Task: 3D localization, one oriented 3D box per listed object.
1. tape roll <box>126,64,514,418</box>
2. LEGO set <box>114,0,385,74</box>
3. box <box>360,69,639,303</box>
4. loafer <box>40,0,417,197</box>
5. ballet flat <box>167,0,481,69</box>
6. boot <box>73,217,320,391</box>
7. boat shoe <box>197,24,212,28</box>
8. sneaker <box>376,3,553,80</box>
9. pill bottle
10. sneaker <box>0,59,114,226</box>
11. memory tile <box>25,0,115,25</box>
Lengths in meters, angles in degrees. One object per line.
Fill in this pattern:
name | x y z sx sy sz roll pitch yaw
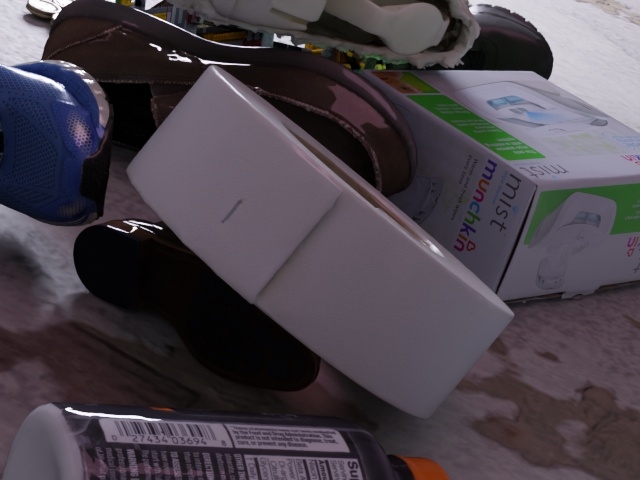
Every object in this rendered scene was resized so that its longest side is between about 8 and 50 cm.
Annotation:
tape roll | 0.000 0.000 1.227 0.286 0.100 0.286 40 5 -4
LEGO set | -0.049 -0.254 1.681 0.331 0.255 0.192 18 -6 -32
box | 0.180 -0.054 1.595 0.262 0.127 0.231 -4 31 -44
loafer | -0.094 -0.095 1.506 0.365 0.134 0.130 17 49 18
ballet flat | -0.002 -0.230 1.498 0.409 0.147 0.147 7 25 -46
boot | -0.067 0.034 1.266 0.219 0.082 0.106 29 28 26
boat shoe | -0.118 -0.218 1.803 0.135 0.045 0.050 -9 52 -47
sneaker | 0.119 -0.210 1.933 0.286 0.109 0.130 11 30 3
pill bottle | -0.044 0.160 0.953 0.245 0.130 0.130 7 27 -28
sneaker | -0.288 -0.087 1.296 0.330 0.130 0.147 20 20 36
memory tile | -0.226 -0.229 1.797 0.113 0.012 0.148 31 26 25
